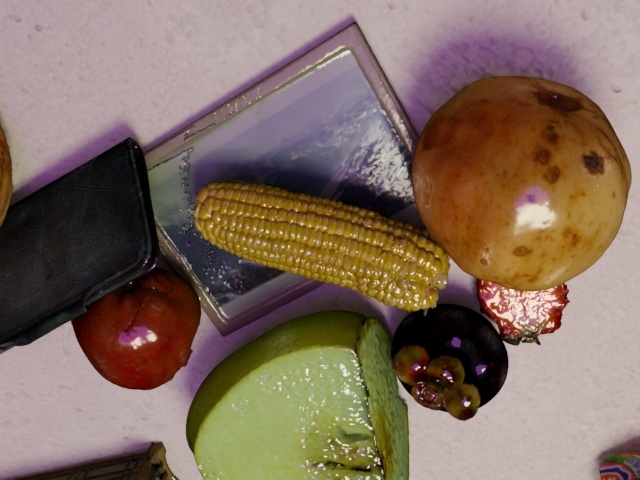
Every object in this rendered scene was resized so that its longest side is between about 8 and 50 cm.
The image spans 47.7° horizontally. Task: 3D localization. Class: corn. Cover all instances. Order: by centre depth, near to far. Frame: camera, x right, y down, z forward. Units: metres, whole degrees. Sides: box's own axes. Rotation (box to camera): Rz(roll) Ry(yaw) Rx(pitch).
[{"bbox_3d":[0.000,0.000,0.796,0.291,0.101,0.101,17,112,2],"label":"corn"}]

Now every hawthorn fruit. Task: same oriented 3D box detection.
[{"bbox_3d":[-0.212,0.110,0.854,0.148,0.148,0.172,1,119,4],"label":"hawthorn fruit"}]

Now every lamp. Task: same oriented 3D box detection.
[{"bbox_3d":[-0.362,0.365,0.994,0.325,0.089,0.090,-14,109,9],"label":"lamp"}]

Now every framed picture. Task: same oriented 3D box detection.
[{"bbox_3d":[-0.044,-0.054,0.837,0.335,0.022,0.247,-28,107,15],"label":"framed picture"}]

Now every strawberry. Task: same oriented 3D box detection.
[{"bbox_3d":[0.234,0.053,0.846,0.103,0.048,0.152,-10,102,15],"label":"strawberry"}]

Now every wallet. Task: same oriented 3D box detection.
[{"bbox_3d":[-0.316,0.022,0.821,0.318,0.045,0.172,-27,65,17],"label":"wallet"}]

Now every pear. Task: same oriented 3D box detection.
[{"bbox_3d":[-0.029,0.223,0.876,0.292,0.159,0.292,2,109,6],"label":"pear"}]

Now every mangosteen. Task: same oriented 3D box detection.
[{"bbox_3d":[0.143,0.143,0.829,0.137,0.151,0.137,9,115,20],"label":"mangosteen"}]

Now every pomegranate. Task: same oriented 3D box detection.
[{"bbox_3d":[0.192,-0.051,0.723,0.215,0.215,0.215,2,112,4],"label":"pomegranate"}]

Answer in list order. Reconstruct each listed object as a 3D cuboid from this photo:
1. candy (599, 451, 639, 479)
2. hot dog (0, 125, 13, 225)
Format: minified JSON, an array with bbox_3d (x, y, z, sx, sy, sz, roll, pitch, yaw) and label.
[{"bbox_3d":[0.536,0.313,0.910,0.365,0.124,0.124,-4,112,-6],"label":"candy"},{"bbox_3d":[-0.444,-0.105,0.800,0.175,0.114,0.259,-22,111,8],"label":"hot dog"}]
